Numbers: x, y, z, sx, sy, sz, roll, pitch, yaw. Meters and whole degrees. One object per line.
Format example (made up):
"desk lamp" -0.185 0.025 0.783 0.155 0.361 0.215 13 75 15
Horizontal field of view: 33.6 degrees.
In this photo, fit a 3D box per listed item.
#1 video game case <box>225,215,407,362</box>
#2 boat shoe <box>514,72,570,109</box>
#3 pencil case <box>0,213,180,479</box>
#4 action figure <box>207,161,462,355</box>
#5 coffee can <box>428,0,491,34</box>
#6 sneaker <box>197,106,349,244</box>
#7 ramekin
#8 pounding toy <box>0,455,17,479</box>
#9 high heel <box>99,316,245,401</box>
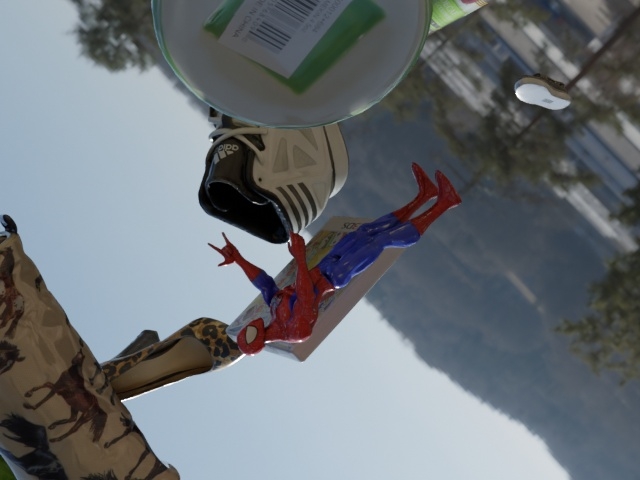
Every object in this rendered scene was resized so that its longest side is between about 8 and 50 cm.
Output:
"video game case" -0.002 0.054 1.361 0.026 0.227 0.206 50 161 -21
"boat shoe" 0.351 -0.243 1.694 0.142 0.049 0.040 11 -117 -49
"pencil case" -0.326 0.177 1.253 0.410 0.159 0.183 61 -171 -18
"action figure" 0.000 0.000 1.120 0.139 0.280 0.091 49 172 -21
"coffee can" 0.239 -0.507 1.923 0.201 0.275 0.202 46 -150 -36
"sneaker" -0.093 -0.196 1.449 0.448 0.169 0.257 68 -153 -25
"ramekin" -0.029 -0.257 1.066 0.303 0.303 0.148 43 -151 -35
"pounding toy" -0.467 0.332 1.688 0.183 0.110 0.237 32 -165 1
"high heel" -0.236 0.203 1.633 0.186 0.261 0.093 -47 -58 -47
